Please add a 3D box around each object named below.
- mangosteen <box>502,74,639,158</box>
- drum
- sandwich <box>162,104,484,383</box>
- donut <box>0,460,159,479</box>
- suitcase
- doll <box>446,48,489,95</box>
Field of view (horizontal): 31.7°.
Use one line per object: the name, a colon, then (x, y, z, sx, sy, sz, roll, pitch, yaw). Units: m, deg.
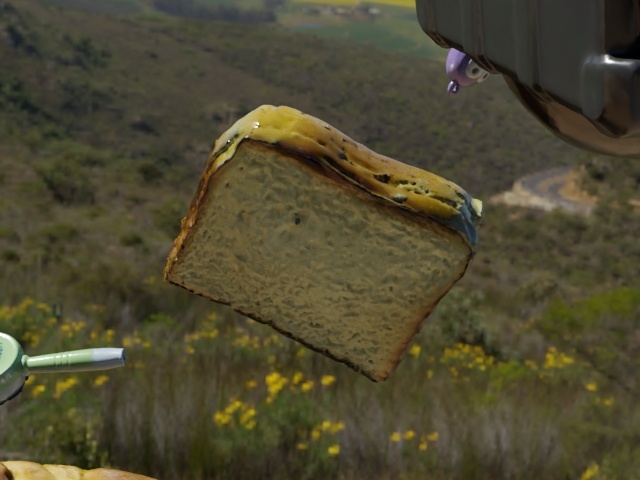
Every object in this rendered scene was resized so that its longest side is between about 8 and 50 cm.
mangosteen: (0.273, -0.224, 0.952, 0.300, 0.300, 0.300, 6, 20, -2)
drum: (-0.405, 0.164, 1.589, 0.253, 0.049, 0.130, -15, 38, -8)
sandwich: (0.000, 0.000, 1.240, 0.301, 0.271, 0.099, 26, 38, -8)
donut: (-0.142, 0.237, 0.672, 0.317, 0.150, 0.299, 16, 2, 13)
suitcase: (0.090, -0.198, 0.441, 0.066, 0.285, 0.206, -14, 26, -14)
doll: (0.218, -0.278, 1.450, 0.067, 0.205, 0.110, 34, 10, 36)
